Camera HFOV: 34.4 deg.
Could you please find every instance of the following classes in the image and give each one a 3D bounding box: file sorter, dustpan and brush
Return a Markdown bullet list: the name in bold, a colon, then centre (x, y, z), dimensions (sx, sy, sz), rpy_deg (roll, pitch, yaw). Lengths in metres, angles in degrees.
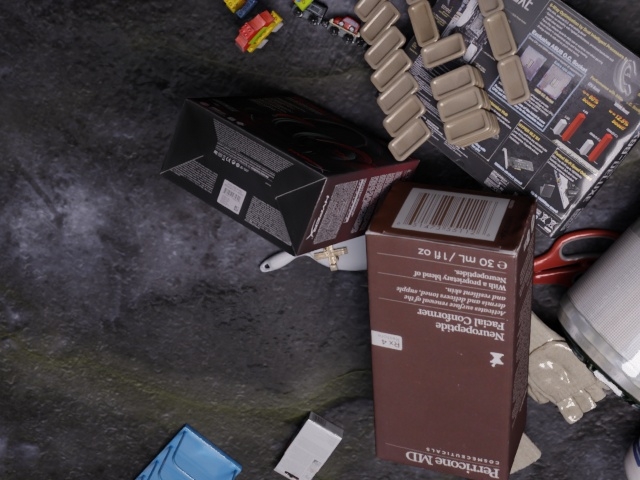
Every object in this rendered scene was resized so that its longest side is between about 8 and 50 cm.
- **file sorter**: centre (-0.231, 0.408, 1.663), dimensions (0.118, 0.104, 0.170), rpy_deg (39, 111, -8)
- **dustpan and brush**: centre (0.000, 0.000, 1.505), dimensions (0.211, 0.060, 0.147), rpy_deg (-28, 98, 10)

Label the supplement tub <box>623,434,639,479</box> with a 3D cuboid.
- **supplement tub**: centre (0.607, 0.271, 1.421), dimensions (0.235, 0.235, 0.325), rpy_deg (34, 112, -6)

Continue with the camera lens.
- **camera lens**: centre (0.468, 0.078, 1.366), dimensions (0.219, 0.219, 0.274), rpy_deg (39, 104, -8)

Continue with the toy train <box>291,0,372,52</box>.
- **toy train**: centre (0.036, -0.286, 1.399), dimensions (0.158, 0.027, 0.036), rpy_deg (28, 101, -3)

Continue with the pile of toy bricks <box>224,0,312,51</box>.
- **pile of toy bricks**: centre (-0.060, -0.349, 1.329), dimensions (0.212, 0.105, 0.118), rpy_deg (-44, 85, 20)

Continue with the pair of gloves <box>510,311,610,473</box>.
- **pair of gloves**: centre (0.277, 0.214, 1.493), dimensions (0.204, 0.042, 0.240), rpy_deg (40, 119, -5)

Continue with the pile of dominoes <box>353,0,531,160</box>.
- **pile of dominoes**: centre (0.153, -0.241, 1.311), dimensions (0.196, 0.040, 0.251), rpy_deg (-20, 78, 28)

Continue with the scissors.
- **scissors**: centre (0.289, 0.039, 1.495), dimensions (0.297, 0.021, 0.109), rpy_deg (-2, 113, 10)

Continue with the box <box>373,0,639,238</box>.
- **box**: centre (0.254, -0.191, 1.318), dimensions (0.307, 0.076, 0.242), rpy_deg (41, 112, 16)

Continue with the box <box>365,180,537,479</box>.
- **box**: centre (0.170, 0.124, 1.349), dimensions (0.191, 0.143, 0.381), rpy_deg (8, 126, 20)

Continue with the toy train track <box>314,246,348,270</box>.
- **toy train track**: centre (0.010, 0.003, 1.465), dimensions (0.048, 0.014, 0.083), rpy_deg (-12, 99, 8)

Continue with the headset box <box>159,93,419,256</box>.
- **headset box**: centre (-0.025, -0.096, 1.334), dimensions (0.218, 0.293, 0.110), rpy_deg (31, 112, 22)

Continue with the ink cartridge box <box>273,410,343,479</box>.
- **ink cartridge box**: centre (-0.020, 0.333, 1.644), dimensions (0.063, 0.029, 0.115), rpy_deg (31, 113, -5)
